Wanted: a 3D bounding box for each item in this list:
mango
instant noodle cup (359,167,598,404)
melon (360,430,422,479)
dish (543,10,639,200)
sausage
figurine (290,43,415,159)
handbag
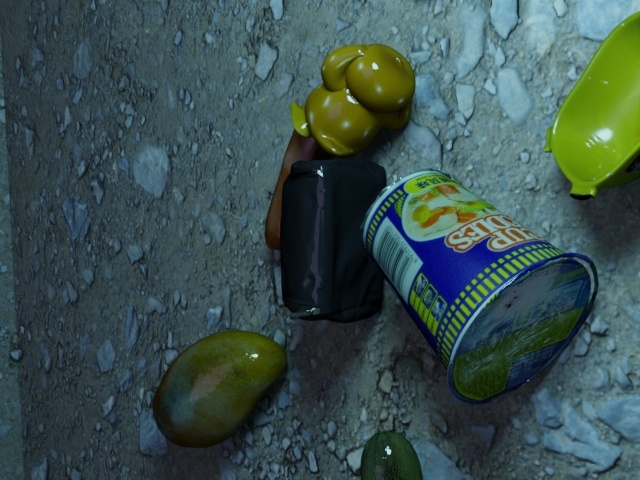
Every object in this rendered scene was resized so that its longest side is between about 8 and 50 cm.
[{"bbox_3d":[-0.234,0.331,1.701,0.384,0.199,0.222,-34,60,27],"label":"mango"},{"bbox_3d":[0.223,0.048,1.202,0.312,0.284,0.284,50,124,41],"label":"instant noodle cup"},{"bbox_3d":[0.129,0.434,1.389,0.114,0.114,0.168,-11,81,45],"label":"melon"},{"bbox_3d":[0.441,-0.173,1.039,0.262,0.108,0.221,-57,23,30],"label":"dish"},{"bbox_3d":[-0.046,-0.115,1.572,0.089,0.083,0.300,34,112,40],"label":"sausage"},{"bbox_3d":[0.068,-0.252,1.380,0.215,0.215,0.228,47,111,34],"label":"figurine"},{"bbox_3d":[-0.002,0.000,1.392,0.177,0.275,0.302,3,93,35],"label":"handbag"}]
